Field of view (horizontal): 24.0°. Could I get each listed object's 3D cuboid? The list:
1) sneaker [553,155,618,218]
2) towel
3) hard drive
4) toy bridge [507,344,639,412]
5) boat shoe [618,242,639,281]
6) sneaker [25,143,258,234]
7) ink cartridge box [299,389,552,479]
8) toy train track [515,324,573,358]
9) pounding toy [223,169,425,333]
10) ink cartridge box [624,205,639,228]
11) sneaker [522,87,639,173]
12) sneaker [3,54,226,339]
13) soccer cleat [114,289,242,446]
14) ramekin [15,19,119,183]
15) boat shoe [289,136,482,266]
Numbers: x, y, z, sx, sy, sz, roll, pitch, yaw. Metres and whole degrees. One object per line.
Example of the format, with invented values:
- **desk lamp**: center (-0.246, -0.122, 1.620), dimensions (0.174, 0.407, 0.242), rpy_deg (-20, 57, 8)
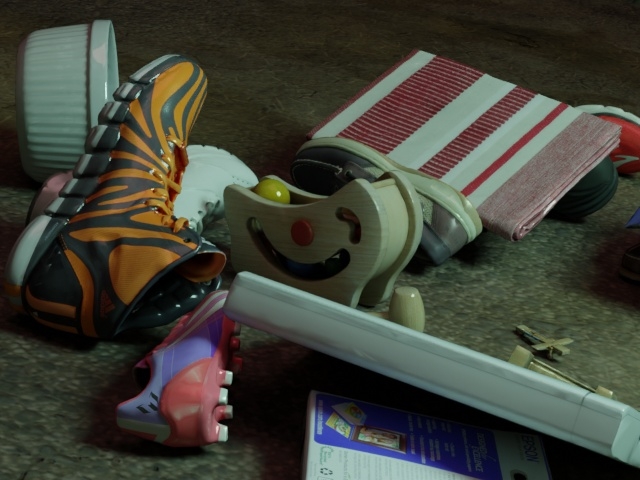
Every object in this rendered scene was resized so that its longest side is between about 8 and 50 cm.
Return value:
- **sneaker**: center (0.263, -0.081, 2.028), dimensions (0.296, 0.104, 0.147), rpy_deg (-3, -26, 34)
- **towel**: center (0.178, -0.125, 1.894), dimensions (0.329, 0.037, 0.237), rpy_deg (27, 51, 33)
- **hard drive**: center (0.115, 0.117, 1.327), dimensions (0.353, 0.047, 0.233), rpy_deg (18, -5, 24)
- **toy bridge**: center (0.267, 0.153, 1.422), dimensions (0.188, 0.026, 0.063), rpy_deg (25, -5, 19)
- **boat shoe**: center (0.455, 0.008, 1.886), dimensions (0.207, 0.073, 0.073), rpy_deg (-8, 27, -38)
- **sneaker**: center (-0.175, -0.021, 1.657), dimensions (0.297, 0.111, 0.129), rpy_deg (-19, 46, -42)
- **ink cartridge box**: center (0.085, 0.199, 1.209), dimensions (0.208, 0.045, 0.206), rpy_deg (11, 19, -2)
- **toy train track**: center (0.233, 0.108, 1.587), dimensions (0.048, 0.014, 0.083), rpy_deg (-9, 20, -26)
- **pounding toy**: center (0.000, 0.000, 1.566), dimensions (0.269, 0.154, 0.155), rpy_deg (22, 23, 32)
- **ink cartridge box**: center (0.555, -0.012, 1.732), dimensions (0.395, 0.151, 0.270), rpy_deg (22, 50, 26)
- **sneaker**: center (0.369, -0.143, 2.269), dimensions (0.279, 0.107, 0.118), rpy_deg (13, 38, 19)
- **sneaker**: center (-0.153, -0.033, 1.476), dimensions (0.180, 0.124, 0.321), rpy_deg (18, 66, 23)
- **soccer cleat**: center (-0.119, 0.105, 1.335), dimensions (0.095, 0.083, 0.248), rpy_deg (4, 22, 0)
- **ramekin**: center (-0.302, -0.161, 1.814), dimensions (0.109, 0.207, 0.207), rpy_deg (-1, 20, -3)
- **boat shoe**: center (0.059, -0.044, 1.808), dimensions (0.285, 0.103, 0.092), rpy_deg (24, 57, 37)
